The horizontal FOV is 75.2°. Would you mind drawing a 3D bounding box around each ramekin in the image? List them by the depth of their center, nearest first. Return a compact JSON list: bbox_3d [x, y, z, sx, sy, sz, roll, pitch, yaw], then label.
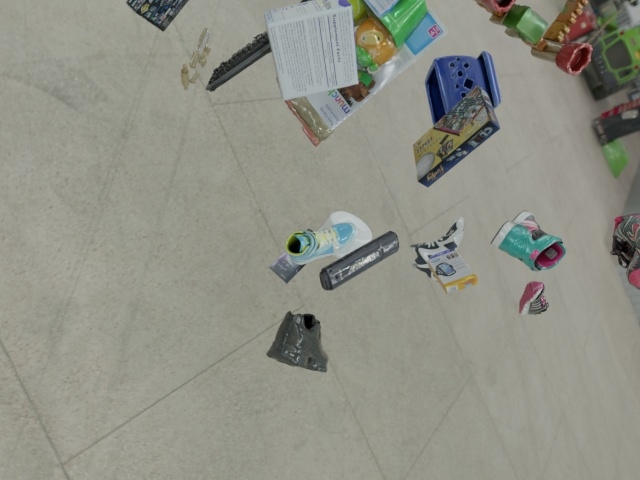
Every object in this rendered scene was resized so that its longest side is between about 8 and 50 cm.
[{"bbox_3d":[0.135,-0.030,2.181,0.277,0.135,0.277,22,32,-15],"label":"ramekin"}]

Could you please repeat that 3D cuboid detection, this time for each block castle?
[{"bbox_3d":[0.601,-0.645,1.035,0.453,0.303,0.213,12,28,-35],"label":"block castle"}]

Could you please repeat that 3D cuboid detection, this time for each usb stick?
[{"bbox_3d":[0.116,0.055,1.187,0.278,0.045,0.077,-27,124,-26],"label":"usb stick"}]

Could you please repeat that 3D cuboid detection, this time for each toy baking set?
[{"bbox_3d":[-0.471,-0.685,1.564,0.030,0.256,0.197,27,78,-10],"label":"toy baking set"}]

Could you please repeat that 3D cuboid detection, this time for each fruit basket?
[{"bbox_3d":[0.068,-0.507,1.013,0.327,0.353,0.165,56,10,11],"label":"fruit basket"}]

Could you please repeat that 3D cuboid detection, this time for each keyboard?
[{"bbox_3d":[-0.094,-0.421,0.845,0.033,0.317,0.201,53,25,-30],"label":"keyboard"}]

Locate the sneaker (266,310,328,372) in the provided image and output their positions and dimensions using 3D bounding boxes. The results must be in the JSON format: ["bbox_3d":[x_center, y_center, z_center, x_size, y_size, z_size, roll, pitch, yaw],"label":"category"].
[{"bbox_3d":[-0.033,0.252,1.033,0.286,0.109,0.130,58,45,-66],"label":"sneaker"}]

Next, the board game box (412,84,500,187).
[{"bbox_3d":[0.355,-0.278,1.121,0.042,0.243,0.165,25,46,-24],"label":"board game box"}]

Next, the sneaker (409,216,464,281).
[{"bbox_3d":[0.393,0.013,1.433,0.094,0.153,0.235,-22,131,-65],"label":"sneaker"}]

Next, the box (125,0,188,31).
[{"bbox_3d":[-0.528,-0.839,1.410,0.051,0.220,0.175,47,13,2],"label":"box"}]

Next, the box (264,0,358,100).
[{"bbox_3d":[-0.013,-0.322,0.697,0.072,0.137,0.126,-104,-178,-47],"label":"box"}]

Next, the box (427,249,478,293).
[{"bbox_3d":[0.328,0.074,1.050,0.136,0.081,0.028,-105,175,-60],"label":"box"}]

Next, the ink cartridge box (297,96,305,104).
[{"bbox_3d":[0.083,-0.594,1.440,0.371,0.176,0.069,-43,106,-5],"label":"ink cartridge box"}]

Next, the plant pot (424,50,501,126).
[{"bbox_3d":[0.525,-0.545,1.536,0.236,0.212,0.236,-9,87,-86],"label":"plant pot"}]

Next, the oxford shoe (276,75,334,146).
[{"bbox_3d":[-0.070,-0.600,1.866,0.348,0.130,0.123,55,8,-18],"label":"oxford shoe"}]

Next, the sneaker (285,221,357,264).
[{"bbox_3d":[0.000,0.000,1.715,0.127,0.319,0.208,65,4,16],"label":"sneaker"}]

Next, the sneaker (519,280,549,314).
[{"bbox_3d":[0.677,0.182,1.294,0.170,0.074,0.063,82,17,-50],"label":"sneaker"}]

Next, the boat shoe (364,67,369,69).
[{"bbox_3d":[0.193,-0.786,1.809,0.079,0.233,0.084,32,74,-9],"label":"boat shoe"}]

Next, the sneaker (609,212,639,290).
[{"bbox_3d":[0.705,0.025,0.919,0.299,0.112,0.121,-31,120,-46],"label":"sneaker"}]

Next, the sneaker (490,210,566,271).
[{"bbox_3d":[0.657,0.002,1.271,0.178,0.124,0.295,39,36,26],"label":"sneaker"}]

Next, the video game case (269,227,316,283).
[{"bbox_3d":[-0.104,0.066,1.938,0.274,0.196,0.026,-46,121,-9],"label":"video game case"}]
